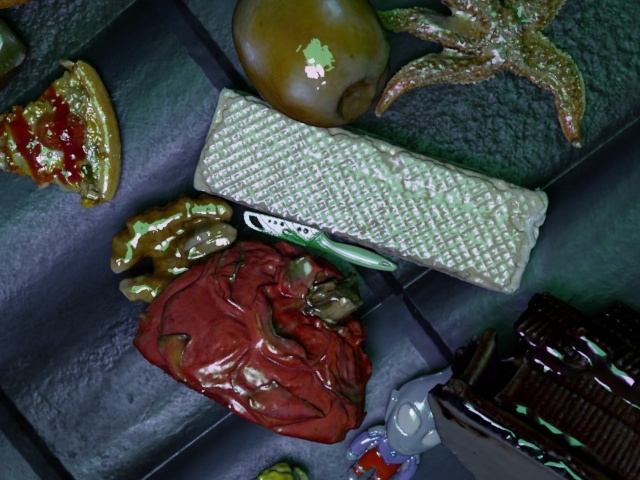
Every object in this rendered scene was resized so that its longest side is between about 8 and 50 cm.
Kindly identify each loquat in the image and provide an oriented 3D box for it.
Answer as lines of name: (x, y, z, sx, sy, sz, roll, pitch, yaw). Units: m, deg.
loquat: (-0.014, -0.236, 1.421, 0.179, 0.179, 0.227, -37, 60, 6)

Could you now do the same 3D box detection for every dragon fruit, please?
dragon fruit: (-0.046, 0.116, 1.459, 0.317, 0.152, 0.205, 23, 98, -14)

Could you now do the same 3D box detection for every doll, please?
doll: (0.119, 0.229, 1.541, 0.102, 0.075, 0.227, 34, 109, -19)

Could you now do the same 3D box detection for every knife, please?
knife: (0.000, 0.000, 1.545, 0.207, 0.014, 0.030, 18, 99, 1)

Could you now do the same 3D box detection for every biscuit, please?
biscuit: (0.063, -0.063, 1.502, 0.426, 0.078, 0.144, 20, 97, 0)

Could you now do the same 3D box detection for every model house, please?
model house: (0.319, 0.200, 1.484, 0.317, 0.297, 0.282, 31, 66, 13)

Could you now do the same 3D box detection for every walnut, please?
walnut: (-0.176, 0.017, 1.528, 0.170, 0.069, 0.143, -21, 100, 0)

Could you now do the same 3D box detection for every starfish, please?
starfish: (0.185, -0.271, 1.470, 0.293, 0.084, 0.301, 4, 101, 1)

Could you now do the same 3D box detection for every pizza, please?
pizza: (-0.351, -0.123, 1.523, 0.199, 0.062, 0.188, -13, 94, 5)

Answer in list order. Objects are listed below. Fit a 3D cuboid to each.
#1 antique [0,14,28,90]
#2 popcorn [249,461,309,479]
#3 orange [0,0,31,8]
antique: (-0.460, -0.189, 1.508, 0.221, 0.081, 0.080, -38, 95, 7)
popcorn: (-0.056, 0.352, 1.528, 0.126, 0.145, 0.126, -38, 102, 0)
orange: (-0.388, -0.394, 1.391, 0.274, 0.274, 0.274, 0, 97, 3)
